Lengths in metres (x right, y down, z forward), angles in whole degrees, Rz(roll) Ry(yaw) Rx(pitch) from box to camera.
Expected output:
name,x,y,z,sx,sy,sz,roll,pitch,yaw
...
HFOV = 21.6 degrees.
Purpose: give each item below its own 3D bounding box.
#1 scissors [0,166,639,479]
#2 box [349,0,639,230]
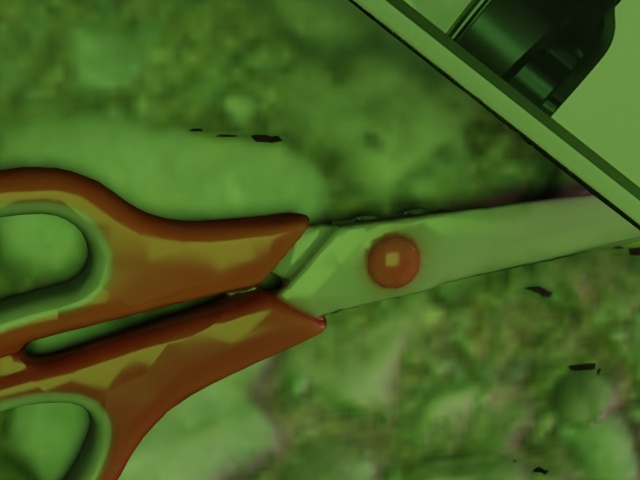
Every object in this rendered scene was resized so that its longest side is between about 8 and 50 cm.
name,x,y,z,sx,sy,sz,roll,pitch,yaw
scissors,0.000,0.000,0.453,0.297,0.021,0.109,-23,109,-7
box,0.029,-0.145,0.372,0.290,0.087,0.169,36,103,-23
